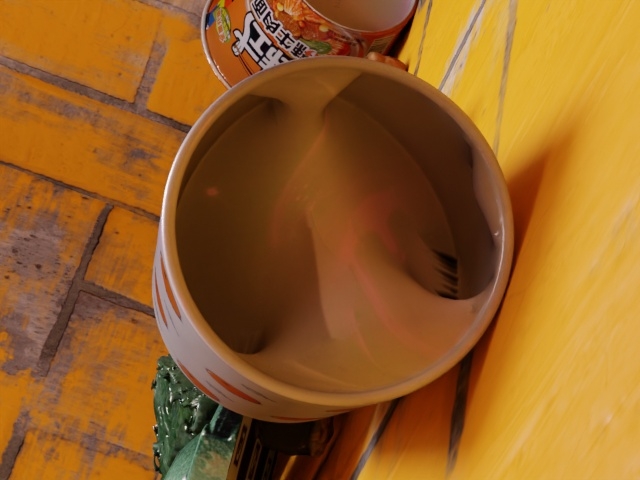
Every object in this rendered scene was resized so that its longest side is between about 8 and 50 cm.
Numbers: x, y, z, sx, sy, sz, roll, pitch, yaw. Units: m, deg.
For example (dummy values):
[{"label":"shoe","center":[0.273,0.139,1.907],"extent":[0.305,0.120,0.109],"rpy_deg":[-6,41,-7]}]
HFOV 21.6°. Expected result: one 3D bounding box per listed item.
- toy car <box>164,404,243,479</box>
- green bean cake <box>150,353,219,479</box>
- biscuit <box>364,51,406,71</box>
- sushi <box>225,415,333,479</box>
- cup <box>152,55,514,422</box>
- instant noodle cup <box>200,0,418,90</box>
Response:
[{"label":"toy car","center":[-0.115,0.274,1.634],"extent":[0.141,0.097,0.321],"rpy_deg":[-65,-8,-59]},{"label":"green bean cake","center":[-0.120,0.179,1.778],"extent":[0.208,0.107,0.193],"rpy_deg":[-105,19,-49]},{"label":"biscuit","center":[-0.001,0.000,1.890],"extent":[0.455,0.078,0.350],"rpy_deg":[-78,6,-56]},{"label":"sushi","center":[0.005,0.079,1.465],"extent":[0.343,0.064,0.359],"rpy_deg":[78,-154,-76]},{"label":"cup","center":[-0.012,0.018,1.144],"extent":[0.317,0.212,0.212],"rpy_deg":[133,157,-77]},{"label":"instant noodle cup","center":[-0.001,-0.289,2.111],"extent":[0.192,0.250,0.250],"rpy_deg":[-46,23,53]}]
